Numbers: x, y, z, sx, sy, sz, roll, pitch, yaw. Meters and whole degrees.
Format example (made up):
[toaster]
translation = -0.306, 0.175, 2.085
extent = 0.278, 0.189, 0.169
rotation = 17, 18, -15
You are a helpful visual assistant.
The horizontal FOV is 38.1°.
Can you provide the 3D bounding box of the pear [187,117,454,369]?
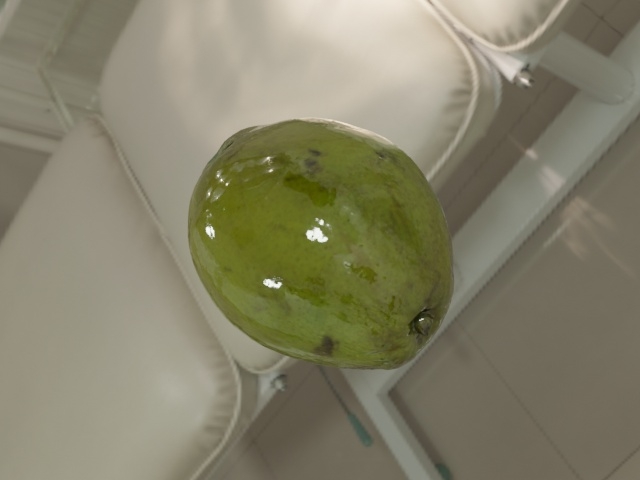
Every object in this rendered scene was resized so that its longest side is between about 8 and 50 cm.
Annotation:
[pear]
translation = 0.000, 0.000, 0.813
extent = 0.269, 0.212, 0.212
rotation = 40, 109, 37
